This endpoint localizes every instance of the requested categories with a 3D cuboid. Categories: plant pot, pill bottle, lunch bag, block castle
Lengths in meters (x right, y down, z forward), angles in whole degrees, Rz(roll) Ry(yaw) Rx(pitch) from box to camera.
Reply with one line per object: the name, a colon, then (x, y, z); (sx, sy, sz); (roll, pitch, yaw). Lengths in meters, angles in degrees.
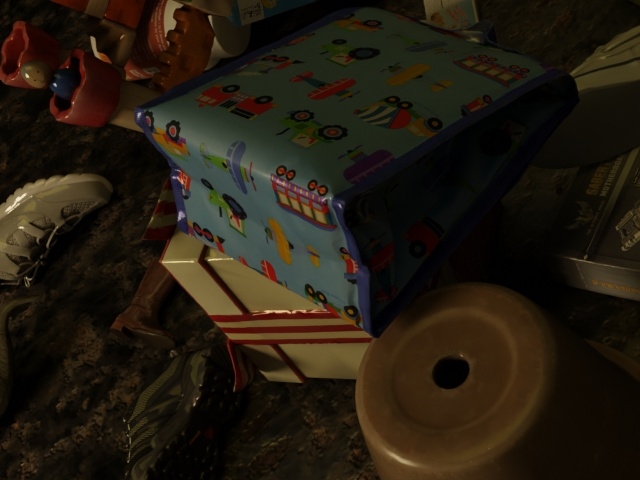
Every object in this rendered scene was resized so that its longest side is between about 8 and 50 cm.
plant pot: (0.140, 0.154, 0.760); (0.263, 0.229, 0.263); (-17, 49, 21)
pill bottle: (-0.212, -0.297, 1.430); (0.216, 0.121, 0.121); (0, 56, 33)
lunch bag: (0.044, -0.100, 0.797); (0.221, 0.138, 0.293); (27, 56, 37)
block castle: (-0.242, -0.371, 1.206); (0.303, 0.213, 0.453); (31, 103, 52)

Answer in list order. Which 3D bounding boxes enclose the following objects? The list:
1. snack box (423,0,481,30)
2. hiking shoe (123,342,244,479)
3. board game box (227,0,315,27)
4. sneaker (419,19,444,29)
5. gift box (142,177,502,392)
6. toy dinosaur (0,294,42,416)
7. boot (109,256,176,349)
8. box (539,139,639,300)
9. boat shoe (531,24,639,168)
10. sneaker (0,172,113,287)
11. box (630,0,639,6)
snack box: (0.164, -0.260, 1.226); (0.064, 0.022, 0.178); (-18, 47, 19)
hiking shoe: (-0.160, 0.212, 1.027); (0.114, 0.086, 0.227); (-10, 44, 44)
board game box: (-0.040, -0.434, 1.380); (0.302, 0.086, 0.308); (-22, 42, -14)
sneaker: (0.021, -0.143, 1.187); (0.305, 0.114, 0.152); (-41, 25, -2)
gift box: (0.000, 0.000, 0.958); (0.258, 0.255, 0.276); (-1, 49, 30)
toy dinosaur: (-0.436, 0.190, 1.210); (0.313, 0.121, 0.160); (-33, 56, -1)
boot: (-0.185, 0.069, 1.181); (0.106, 0.037, 0.114); (10, 57, 36)
box: (0.332, -0.051, 0.922); (0.183, 0.056, 0.231); (10, 62, 40)
boat shoe: (0.292, -0.149, 0.934); (0.258, 0.095, 0.084); (-21, 41, 4)
sneaker: (-0.395, 0.006, 1.346); (0.281, 0.105, 0.115); (-29, 78, 4)
box: (0.337, -0.327, 1.123); (0.058, 0.087, 0.232); (-38, 43, -2)
